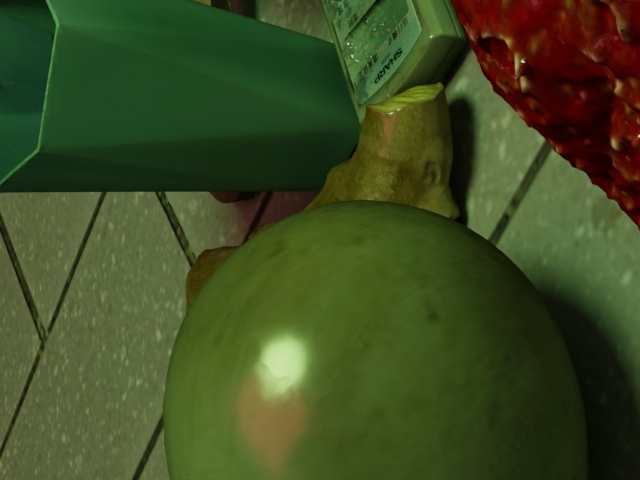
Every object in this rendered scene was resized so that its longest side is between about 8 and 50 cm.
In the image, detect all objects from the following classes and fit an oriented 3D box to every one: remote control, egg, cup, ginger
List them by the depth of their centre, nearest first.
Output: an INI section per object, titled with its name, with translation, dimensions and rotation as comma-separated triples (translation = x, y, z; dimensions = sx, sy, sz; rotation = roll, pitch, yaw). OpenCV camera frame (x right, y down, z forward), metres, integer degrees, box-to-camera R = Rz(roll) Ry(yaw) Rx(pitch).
[egg]
translation = 0.034, 0.125, 0.849
dimensions = 0.218, 0.218, 0.296
rotation = -13, 90, 57
[cup]
translation = -0.091, -0.093, 1.048
dimensions = 0.134, 0.235, 0.148
rotation = -60, 38, 36
[ginger]
translation = -0.002, 0.001, 1.048
dimensions = 0.118, 0.065, 0.299
rotation = 49, 136, 8
[remote control]
translation = 0.029, -0.189, 1.049
dimensions = 0.098, 0.038, 0.234
rotation = -49, 49, 46

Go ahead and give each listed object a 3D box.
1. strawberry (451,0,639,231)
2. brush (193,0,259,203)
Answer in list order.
[strawberry]
translation = 0.166, -0.117, 0.659
dimensions = 0.277, 0.257, 0.257
rotation = 102, 151, -46
[brush]
translation = -0.071, -0.192, 1.203
dimensions = 0.070, 0.065, 0.328
rotation = -6, 92, 50
